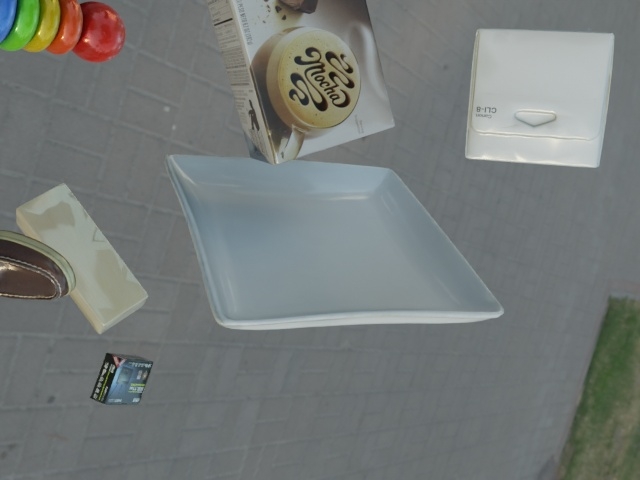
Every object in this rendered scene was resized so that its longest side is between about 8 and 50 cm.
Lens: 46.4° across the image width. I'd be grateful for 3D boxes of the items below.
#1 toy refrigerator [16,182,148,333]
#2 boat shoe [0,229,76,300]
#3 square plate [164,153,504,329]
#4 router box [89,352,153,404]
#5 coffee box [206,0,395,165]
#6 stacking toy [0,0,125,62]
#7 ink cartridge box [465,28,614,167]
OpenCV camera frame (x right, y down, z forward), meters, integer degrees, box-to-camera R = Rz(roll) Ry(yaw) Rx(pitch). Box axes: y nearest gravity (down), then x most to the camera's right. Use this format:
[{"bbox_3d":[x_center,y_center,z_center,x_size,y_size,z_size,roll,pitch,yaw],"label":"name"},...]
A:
[{"bbox_3d":[-0.451,0.036,1.411,0.102,0.269,0.094,-37,178,-28],"label":"toy refrigerator"},{"bbox_3d":[-0.559,0.054,1.169,0.123,0.342,0.123,-71,170,-48],"label":"boat shoe"},{"bbox_3d":[0.000,0.000,0.933,0.348,0.344,0.049,1,124,-24],"label":"square plate"},{"bbox_3d":[-0.385,0.271,1.457,0.122,0.038,0.092,31,76,-67],"label":"router box"},{"bbox_3d":[-0.036,-0.261,0.918,0.168,0.119,0.297,-19,107,-16],"label":"coffee box"},{"bbox_3d":[-0.415,-0.317,1.024,0.330,0.141,0.141,-2,106,-50],"label":"stacking toy"},{"bbox_3d":[0.225,-0.150,0.774,0.176,0.128,0.127,-41,135,-70],"label":"ink cartridge box"}]
